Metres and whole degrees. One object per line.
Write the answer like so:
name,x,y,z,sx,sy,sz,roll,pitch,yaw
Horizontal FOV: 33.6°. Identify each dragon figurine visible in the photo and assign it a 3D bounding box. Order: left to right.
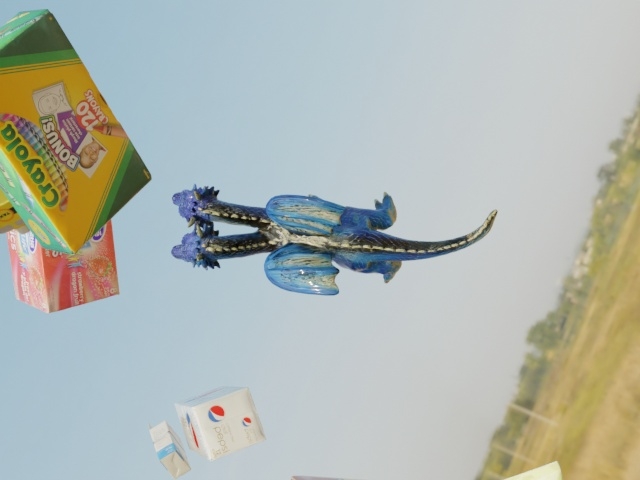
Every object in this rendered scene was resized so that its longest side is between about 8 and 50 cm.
dragon figurine,0.000,0.000,0.936,0.144,0.289,0.085,-8,-76,-55

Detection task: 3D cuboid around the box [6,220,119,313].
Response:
box,-0.476,-0.036,1.932,0.154,0.142,0.300,-14,-72,-38

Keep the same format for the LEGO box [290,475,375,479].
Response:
LEGO box,0.191,0.469,1.128,0.193,0.500,0.372,14,94,64

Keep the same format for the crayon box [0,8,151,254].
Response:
crayon box,-0.360,-0.140,1.393,0.165,0.081,0.278,-49,-52,-30

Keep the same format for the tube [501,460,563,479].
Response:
tube,0.193,0.311,0.871,0.070,0.240,0.062,-14,-9,-32

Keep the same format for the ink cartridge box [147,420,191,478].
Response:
ink cartridge box,-0.213,0.288,1.489,0.028,0.083,0.048,-31,-54,-2

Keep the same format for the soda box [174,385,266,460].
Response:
soda box,-0.131,0.227,1.340,0.074,0.069,0.216,-19,-2,-15

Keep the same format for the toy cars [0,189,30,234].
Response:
toy cars,-0.499,0.029,1.487,0.393,0.176,0.087,-57,-36,-18
